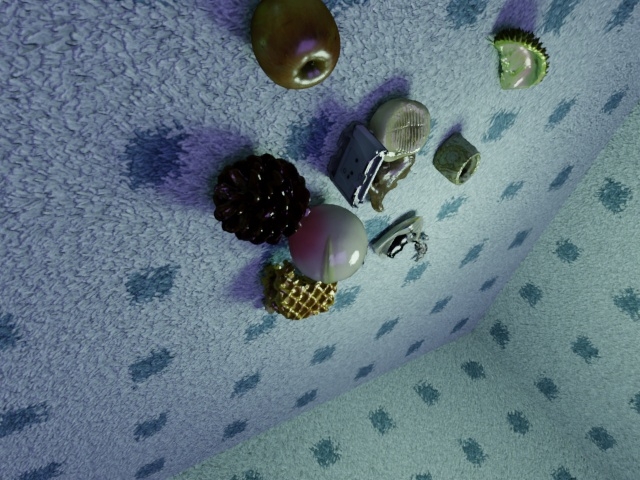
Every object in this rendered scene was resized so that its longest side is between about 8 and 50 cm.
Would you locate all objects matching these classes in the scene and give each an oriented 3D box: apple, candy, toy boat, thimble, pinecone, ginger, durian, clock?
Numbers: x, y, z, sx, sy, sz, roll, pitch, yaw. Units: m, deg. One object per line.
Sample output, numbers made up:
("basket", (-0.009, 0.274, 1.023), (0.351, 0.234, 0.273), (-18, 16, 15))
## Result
("apple", (-0.061, -0.499, 1.196), (0.237, 0.207, 0.237), (-22, 162, -8))
("candy", (0.518, 0.036, 2.524), (0.094, 0.051, 0.226), (-23, 144, -4))
("toy boat", (0.376, -0.006, 2.261), (0.269, 0.141, 0.141), (-28, 149, 10))
("thimble", (0.574, -0.340, 2.029), (0.137, 0.143, 0.190), (-8, 136, -38))
("pinecone", (-0.182, -0.115, 1.481), (0.296, 0.242, 0.298), (8, 131, -51))
("ginger", (0.267, -0.258, 1.899), (0.166, 0.080, 0.333), (15, 128, -34))
("durian", (0.738, -0.661, 1.799), (0.169, 0.158, 0.352), (-33, 153, 14))
("clock", (0.118, -0.258, 1.652), (0.083, 0.186, 0.253), (-4, 134, -34))

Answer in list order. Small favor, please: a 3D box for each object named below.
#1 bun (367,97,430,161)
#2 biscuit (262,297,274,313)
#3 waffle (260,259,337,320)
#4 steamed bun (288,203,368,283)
("bun", (0.267, -0.384, 1.693), (0.229, 0.145, 0.229), (-6, 111, -15))
("biscuit", (-0.170, 0.244, 2.090), (0.168, 0.070, 0.082), (-38, 139, 2))
("waffle", (-0.074, 0.185, 1.980), (0.324, 0.151, 0.261), (-8, 104, -34))
("steamed bun", (0.000, 0.000, 1.777), (0.309, 0.309, 0.309), (-25, 145, -19))
